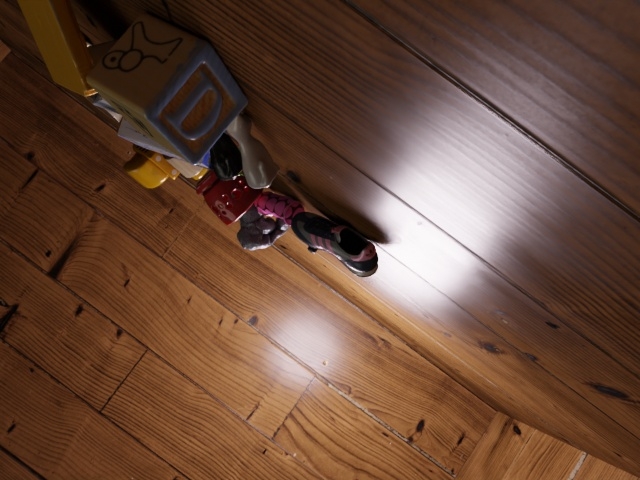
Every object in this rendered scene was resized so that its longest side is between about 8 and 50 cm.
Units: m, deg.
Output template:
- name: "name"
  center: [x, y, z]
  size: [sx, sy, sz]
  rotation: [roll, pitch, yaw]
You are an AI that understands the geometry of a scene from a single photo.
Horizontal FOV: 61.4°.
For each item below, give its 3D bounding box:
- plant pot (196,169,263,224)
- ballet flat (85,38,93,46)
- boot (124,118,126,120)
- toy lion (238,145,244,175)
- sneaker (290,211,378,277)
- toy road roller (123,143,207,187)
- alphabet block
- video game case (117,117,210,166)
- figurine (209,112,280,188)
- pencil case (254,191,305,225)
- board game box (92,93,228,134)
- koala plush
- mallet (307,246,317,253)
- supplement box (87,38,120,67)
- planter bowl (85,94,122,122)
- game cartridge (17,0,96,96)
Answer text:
- name: "plant pot"
  center: [-0.317, -0.174, 1.843]
  size: [0.174, 0.191, 0.191]
  rotation: [43, 170, -19]
- name: "ballet flat"
  center: [-0.742, -0.600, 1.703]
  size: [0.057, 0.049, 0.173]
  rotation: [38, 171, -17]
- name: "boot"
  center: [-0.370, -0.298, 1.251]
  size: [0.213, 0.165, 0.077]
  rotation: [61, 148, 16]
- name: "toy lion"
  center: [-0.218, -0.218, 1.524]
  size: [0.034, 0.100, 0.096]
  rotation: [26, 148, 42]
- name: "sneaker"
  center: [0.040, -0.021, 1.601]
  size: [0.319, 0.112, 0.131]
  rotation: [30, 153, 24]
- name: "toy road roller"
  center: [-0.645, -0.319, 2.190]
  size: [0.329, 0.241, 0.202]
  rotation: [29, 169, 41]
- name: "alphabet block"
  center: [-0.303, -0.303, 1.087]
  size: [0.197, 0.192, 0.193]
  rotation: [33, 169, 27]
- name: "video game case"
  center: [-0.449, -0.286, 1.623]
  size: [0.244, 0.061, 0.269]
  rotation: [18, -178, -6]
- name: "figurine"
  center: [-0.218, -0.241, 1.328]
  size: [0.214, 0.092, 0.209]
  rotation: [18, 146, 41]
- name: "pencil case"
  center: [-0.134, -0.105, 1.812]
  size: [0.209, 0.095, 0.098]
  rotation: [25, 139, 53]
- name: "board game box"
  center: [-0.448, -0.351, 1.493]
  size: [0.318, 0.066, 0.318]
  rotation: [18, -178, -30]
- name: "koala plush"
  center: [-0.259, -0.096, 2.116]
  size: [0.196, 0.203, 0.221]
  rotation: [17, 140, 29]
- name: "mallet"
  center: [0.000, 0.000, 2.058]
  size: [0.039, 0.062, 0.189]
  rotation: [36, 157, -5]
- name: "supplement box"
  center: [-0.531, -0.453, 1.344]
  size: [0.239, 0.130, 0.073]
  rotation: [23, 132, 57]
- name: "planter bowl"
  center: [-0.802, -0.544, 2.051]
  size: [0.162, 0.109, 0.162]
  rotation: [36, 172, 6]
- name: "game cartridge"
  center: [-0.612, -0.503, 1.220]
  size: [0.285, 0.052, 0.324]
  rotation: [29, 141, 44]
